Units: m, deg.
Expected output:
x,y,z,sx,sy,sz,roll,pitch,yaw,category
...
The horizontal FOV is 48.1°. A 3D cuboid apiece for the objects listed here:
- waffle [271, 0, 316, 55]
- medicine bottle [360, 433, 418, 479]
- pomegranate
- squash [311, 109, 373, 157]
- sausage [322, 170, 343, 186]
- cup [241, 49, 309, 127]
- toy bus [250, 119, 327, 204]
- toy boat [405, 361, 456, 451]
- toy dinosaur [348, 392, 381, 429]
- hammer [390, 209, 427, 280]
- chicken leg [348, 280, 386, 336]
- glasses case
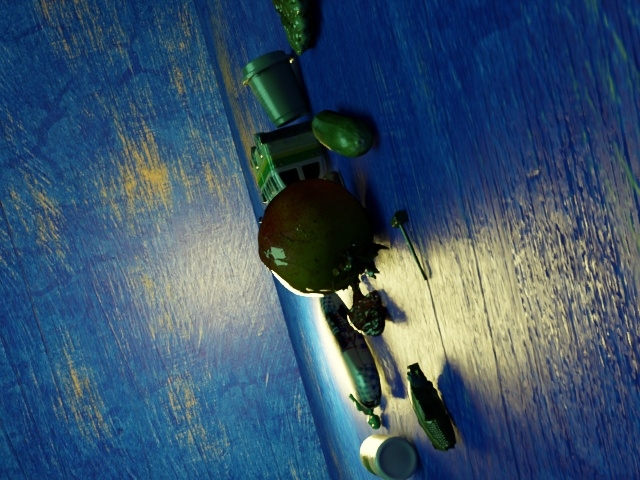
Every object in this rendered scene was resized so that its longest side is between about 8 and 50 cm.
x,y,z,sx,sy,sz,roll,pitch,yaw,category
-0.058,-0.436,1.262,0.214,0.054,0.208,88,160,-76,waffle
0.142,0.474,1.575,0.260,0.095,0.095,109,143,-76,medicine bottle
0.000,0.000,1.255,0.235,0.210,0.210,30,142,39,pomegranate
0.032,-0.178,1.176,0.229,0.066,0.066,-129,24,-70,squash
0.043,-0.061,1.400,0.036,0.042,0.158,-21,87,42,sausage
-0.089,-0.313,1.496,0.141,0.120,0.120,64,170,-1,cup
-0.069,-0.154,1.563,0.276,0.133,0.165,147,106,-80,toy bus
0.179,0.271,1.168,0.149,0.047,0.049,66,155,21,toy boat
0.116,0.407,1.737,0.096,0.059,0.132,57,172,30,toy dinosaur
0.135,0.009,1.066,0.035,0.019,0.110,111,136,-74,hammer
0.089,0.133,1.430,0.205,0.053,0.093,-154,71,-68,chicken leg
0.064,0.247,1.668,0.327,0.076,0.125,-117,16,-47,glasses case
